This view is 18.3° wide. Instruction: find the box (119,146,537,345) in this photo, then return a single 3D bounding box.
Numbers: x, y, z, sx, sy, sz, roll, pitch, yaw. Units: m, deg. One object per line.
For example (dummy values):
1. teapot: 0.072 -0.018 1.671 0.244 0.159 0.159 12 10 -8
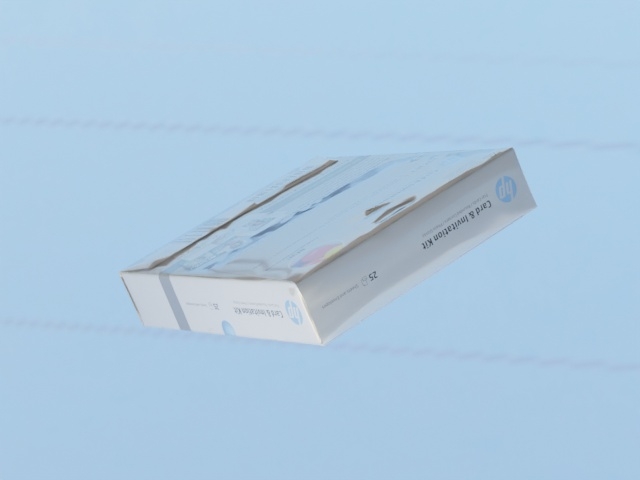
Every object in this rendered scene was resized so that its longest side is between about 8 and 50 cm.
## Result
1. box: 0.000 0.000 1.026 0.145 0.038 0.186 -32 -164 -28
